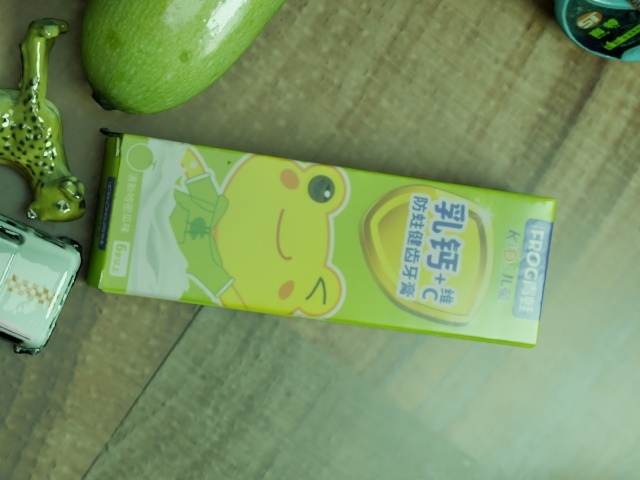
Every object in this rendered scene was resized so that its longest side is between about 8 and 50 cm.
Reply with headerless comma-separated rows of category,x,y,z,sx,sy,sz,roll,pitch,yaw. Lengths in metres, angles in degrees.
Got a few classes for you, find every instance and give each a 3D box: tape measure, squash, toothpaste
tape measure,0.230,-0.183,1.368,0.146,0.125,0.081,26,51,-30
squash,-0.094,-0.166,1.296,0.123,0.123,0.187,40,87,-12
toothpaste,0.000,0.000,1.342,0.327,0.077,0.110,8,89,-14

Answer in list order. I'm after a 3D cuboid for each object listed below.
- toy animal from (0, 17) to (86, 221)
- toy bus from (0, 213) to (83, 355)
toy animal,-0.245,-0.083,1.282,0.181,0.073,0.136,1,99,-18
toy bus,-0.254,0.005,1.271,0.194,0.089,0.087,25,85,-13
